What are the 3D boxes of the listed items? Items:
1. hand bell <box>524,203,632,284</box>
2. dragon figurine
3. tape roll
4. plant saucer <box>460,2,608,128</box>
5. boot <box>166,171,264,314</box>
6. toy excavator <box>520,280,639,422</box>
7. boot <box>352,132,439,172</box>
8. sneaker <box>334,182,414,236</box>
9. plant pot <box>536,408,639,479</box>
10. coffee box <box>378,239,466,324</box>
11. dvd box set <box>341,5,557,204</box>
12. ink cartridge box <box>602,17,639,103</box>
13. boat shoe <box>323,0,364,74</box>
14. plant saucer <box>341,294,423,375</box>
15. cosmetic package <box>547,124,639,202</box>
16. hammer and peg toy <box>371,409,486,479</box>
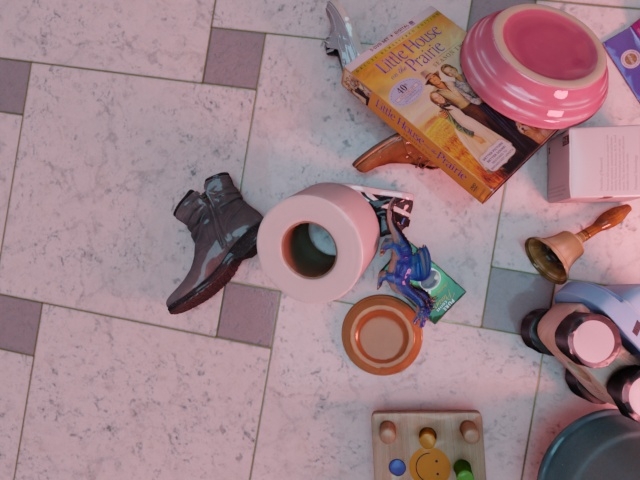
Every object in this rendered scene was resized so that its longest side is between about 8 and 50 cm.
[{"bbox_3d":[0.607,-0.016,1.093,0.242,0.126,0.126,-32,85,-5],"label":"hand bell"},{"bbox_3d":[0.206,0.049,1.100,0.144,0.085,0.289,5,92,7],"label":"dragon figurine"},{"bbox_3d":[0.000,0.000,1.096,0.246,0.169,0.246,6,108,19],"label":"tape roll"},{"bbox_3d":[0.476,-0.396,1.042,0.332,0.084,0.332,3,63,-7],"label":"plant saucer"},{"bbox_3d":[-0.299,0.006,1.211,0.338,0.118,0.222,-43,81,-6],"label":"boot"},{"bbox_3d":[0.745,0.194,1.021,0.445,0.222,0.433,-43,85,-4],"label":"toy excavator"},{"bbox_3d":[0.228,-0.210,1.138,0.305,0.112,0.115,-21,93,4],"label":"boot"},{"bbox_3d":[0.111,-0.068,1.160,0.217,0.079,0.121,8,90,7],"label":"sneaker"},{"bbox_3d":[0.642,0.534,0.876,0.341,0.334,0.341,0,91,-5],"label":"plant pot"},{"bbox_3d":[0.244,0.100,1.159,0.184,0.040,0.113,41,94,7],"label":"coffee box"},{"bbox_3d":[0.299,-0.317,1.066,0.308,0.062,0.420,-40,75,-20],"label":"dvd box set"},{"bbox_3d":[0.875,-0.407,1.069,0.330,0.071,0.324,-31,86,5],"label":"ink cartridge box"},{"bbox_3d":[0.050,-0.477,1.175,0.081,0.079,0.227,-23,89,2],"label":"boat shoe"},{"bbox_3d":[0.149,0.233,1.172,0.200,0.037,0.200,0,88,8],"label":"plant saucer"},{"bbox_3d":[0.617,-0.163,1.057,0.184,0.151,0.151,-1,89,9],"label":"cosmetic package"},{"bbox_3d":[0.246,0.575,1.107,0.266,0.127,0.361,-2,89,8],"label":"hammer and peg toy"}]
